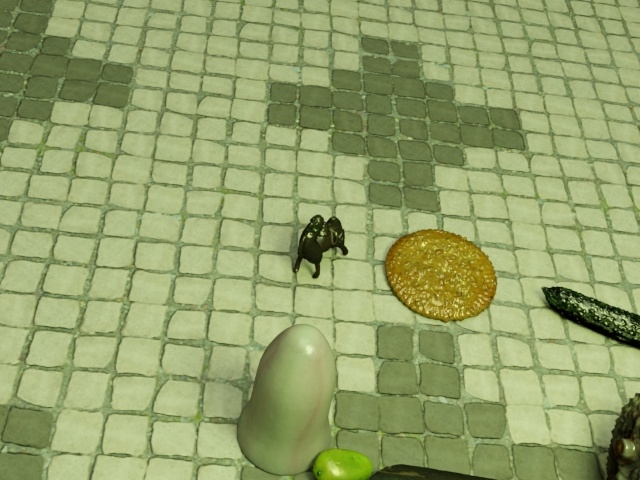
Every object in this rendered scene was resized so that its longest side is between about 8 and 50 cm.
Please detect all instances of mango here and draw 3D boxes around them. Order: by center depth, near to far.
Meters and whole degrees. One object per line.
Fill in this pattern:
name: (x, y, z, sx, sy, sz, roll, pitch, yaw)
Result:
mango: (0.040, 0.400, 1.540, 0.108, 0.056, 0.073, -4, 58, -20)

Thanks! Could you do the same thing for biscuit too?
biscuit: (0.260, 0.068, 1.896, 0.254, 0.035, 0.254, 5, 48, -6)

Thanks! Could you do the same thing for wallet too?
wallet: (0.253, 0.409, 1.434, 0.321, 0.170, 0.044, 2, 84, 30)

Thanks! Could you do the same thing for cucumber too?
cucumber: (0.604, 0.164, 1.854, 0.300, 0.072, 0.072, 21, 48, 11)

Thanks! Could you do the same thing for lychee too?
lychee: (0.634, 0.387, 1.507, 0.300, 0.300, 0.300, 6, 48, -6)

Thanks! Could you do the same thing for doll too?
doll: (0.000, 0.000, 1.823, 0.057, 0.165, 0.139, 36, 57, 26)

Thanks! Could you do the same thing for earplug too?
earplug: (-0.048, 0.250, 1.492, 0.172, 0.301, 0.172, 5, 48, -5)
